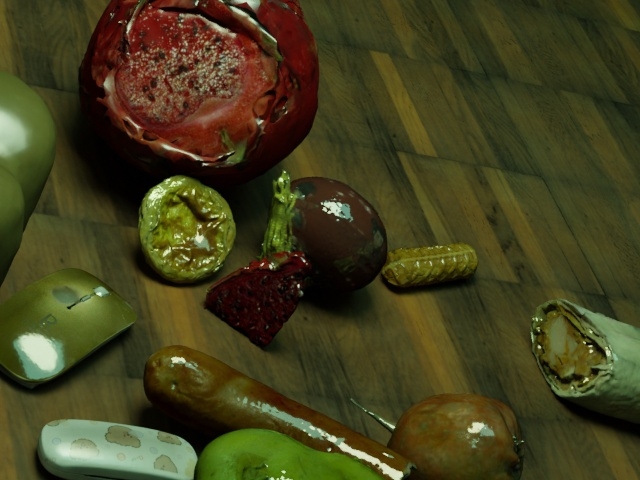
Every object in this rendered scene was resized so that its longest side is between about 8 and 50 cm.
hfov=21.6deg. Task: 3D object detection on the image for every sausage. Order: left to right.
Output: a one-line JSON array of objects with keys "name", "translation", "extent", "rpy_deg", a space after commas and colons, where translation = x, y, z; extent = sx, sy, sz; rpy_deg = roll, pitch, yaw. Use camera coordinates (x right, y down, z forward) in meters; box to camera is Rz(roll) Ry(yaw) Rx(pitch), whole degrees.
[{"name": "sausage", "translation": [-0.047, 0.196, 1.743], "extent": [0.302, 0.103, 0.076], "rpy_deg": [26, 79, -3]}]

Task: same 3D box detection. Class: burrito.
[{"name": "burrito", "translation": [0.408, 0.173, 2.091], "extent": [0.299, 0.105, 0.143], "rpy_deg": [21, 25, -10]}]

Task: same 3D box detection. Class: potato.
[{"name": "potato", "translation": [-0.013, 0.279, 1.615], "extent": [0.253, 0.149, 0.186], "rpy_deg": [38, 24, 23]}]

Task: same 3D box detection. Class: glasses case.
[{"name": "glasses case", "translation": [-0.199, 0.213, 1.658], "extent": [0.164, 0.041, 0.063], "rpy_deg": [12, 37, -24]}]

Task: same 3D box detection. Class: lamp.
[{"name": "lamp", "translation": [0.000, 0.002, 2.001], "extent": [0.157, 0.156, 0.135], "rpy_deg": [32, 74, 22]}]

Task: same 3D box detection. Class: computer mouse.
[{"name": "computer mouse", "translation": [-0.272, 0.086, 1.770], "extent": [0.102, 0.045, 0.199], "rpy_deg": [40, 36, 12]}]

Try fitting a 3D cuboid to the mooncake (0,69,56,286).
[{"name": "mooncake", "translation": [-0.498, -0.065, 1.618], "extent": [0.467, 0.262, 0.467], "rpy_deg": [17, 34, -12]}]

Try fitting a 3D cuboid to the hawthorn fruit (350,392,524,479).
[{"name": "hawthorn fruit", "translation": [0.138, 0.233, 1.815], "extent": [0.189, 0.149, 0.149], "rpy_deg": [2, 13, 42]}]

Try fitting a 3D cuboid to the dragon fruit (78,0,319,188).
[{"name": "dragon fruit", "translation": [-0.147, -0.203, 2.018], "extent": [0.295, 0.296, 0.302], "rpy_deg": [15, 15, -19]}]

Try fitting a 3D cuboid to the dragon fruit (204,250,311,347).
[{"name": "dragon fruit", "translation": [-0.059, 0.046, 1.905], "extent": [0.097, 0.131, 0.063], "rpy_deg": [42, 31, 7]}]

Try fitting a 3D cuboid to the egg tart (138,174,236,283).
[{"name": "egg tart", "translation": [-0.158, -0.013, 1.942], "extent": [0.130, 0.130, 0.052], "rpy_deg": [1, -2, -33]}]

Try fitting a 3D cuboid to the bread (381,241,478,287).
[{"name": "bread", "translation": [0.140, 0.030, 2.134], "extent": [0.157, 0.044, 0.052], "rpy_deg": [-7, 45, -41]}]
